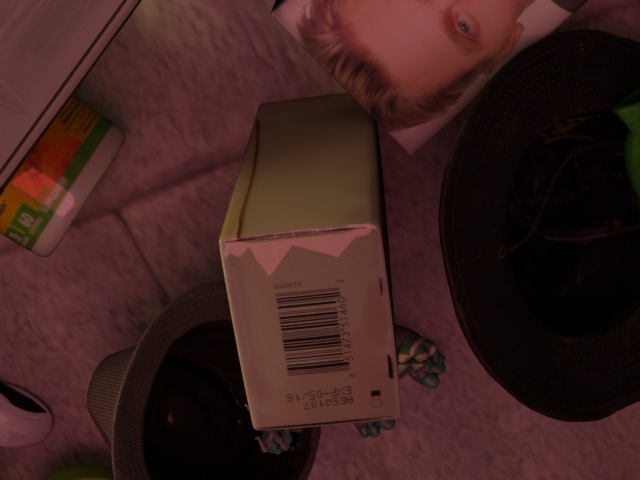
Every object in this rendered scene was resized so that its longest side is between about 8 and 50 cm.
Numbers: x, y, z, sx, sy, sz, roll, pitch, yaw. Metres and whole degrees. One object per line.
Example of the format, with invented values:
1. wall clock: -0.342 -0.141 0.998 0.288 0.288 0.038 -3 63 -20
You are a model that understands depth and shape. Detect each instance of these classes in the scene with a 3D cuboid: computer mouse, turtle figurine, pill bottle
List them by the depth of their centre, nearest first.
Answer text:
1. pill bottle: -0.308 -0.103 0.888 0.246 0.136 0.136 33 111 -12
2. turtle figurine: 0.025 0.117 0.940 0.175 0.118 0.234 -29 154 17
3. computer mouse: -0.370 0.163 1.062 0.193 0.042 0.106 30 111 -11

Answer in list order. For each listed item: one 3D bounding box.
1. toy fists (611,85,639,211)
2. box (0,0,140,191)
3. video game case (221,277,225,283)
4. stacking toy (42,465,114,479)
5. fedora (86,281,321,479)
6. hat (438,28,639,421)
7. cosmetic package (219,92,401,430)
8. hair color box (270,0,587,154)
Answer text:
1. toy fists: 0.364 -0.105 0.847 0.279 0.096 0.142 -32 99 -19
2. box: -0.235 -0.198 0.796 0.169 0.087 0.290 34 79 -12
3. video game case: -0.040 0.064 1.025 0.122 0.011 0.087 32 112 -12
4. stacking toy: -0.345 0.337 1.131 0.280 0.130 0.308 -8 120 -19
5. fedora: -0.123 0.163 0.971 0.275 0.124 0.243 25 73 -47
6. hat: 0.204 -0.013 0.897 0.331 0.134 0.331 -3 95 -28
7. cosmetic package: 0.000 0.000 0.833 0.113 0.309 0.160 -6 113 4
8. hair color box: 0.142 -0.251 0.827 0.347 0.105 0.174 -42 106 18
